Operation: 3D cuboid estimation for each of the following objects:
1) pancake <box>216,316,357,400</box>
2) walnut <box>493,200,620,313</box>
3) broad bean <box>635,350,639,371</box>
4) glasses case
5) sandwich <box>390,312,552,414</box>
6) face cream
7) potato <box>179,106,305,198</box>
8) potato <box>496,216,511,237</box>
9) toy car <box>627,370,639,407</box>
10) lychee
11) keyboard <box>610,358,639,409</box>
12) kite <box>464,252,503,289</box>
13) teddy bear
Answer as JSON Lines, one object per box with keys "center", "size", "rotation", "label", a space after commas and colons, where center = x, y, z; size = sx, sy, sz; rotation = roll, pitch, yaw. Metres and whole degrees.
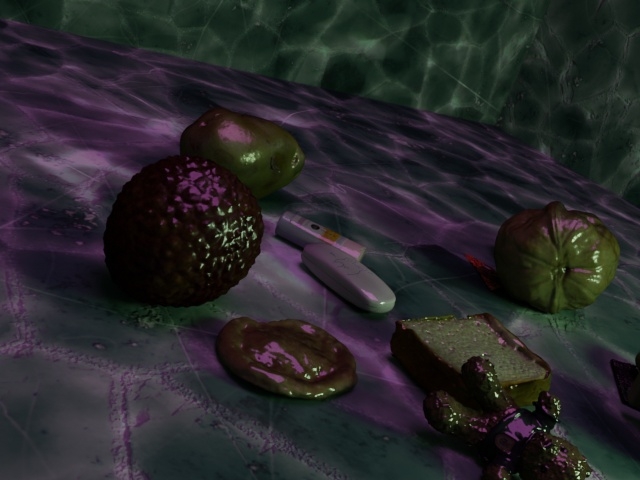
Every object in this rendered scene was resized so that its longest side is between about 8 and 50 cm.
{"center": [-0.050, 0.180, 1.237], "size": [0.236, 0.042, 0.222], "rotation": [15, 20, -17], "label": "pancake"}
{"center": [0.569, 0.038, 1.865], "size": [0.253, 0.282, 0.277], "rotation": [60, 26, -9], "label": "walnut"}
{"center": [0.732, 0.280, 1.650], "size": [0.124, 0.082, 0.174], "rotation": [47, 19, 0], "label": "broad bean"}
{"center": [0.055, 0.073, 1.569], "size": [0.092, 0.059, 0.233], "rotation": [-4, 33, -46], "label": "glasses case"}
{"center": [0.274, 0.220, 1.381], "size": [0.251, 0.087, 0.226], "rotation": [-2, 29, -41], "label": "sandwich"}
{"center": [0.000, 0.000, 1.700], "size": [0.198, 0.057, 0.084], "rotation": [24, 30, 10], "label": "face cream"}
{"center": [-0.174, -0.195, 1.796], "size": [0.351, 0.218, 0.202], "rotation": [3, 54, -44], "label": "potato"}
{"center": [0.633, 0.028, 2.113], "size": [0.300, 0.140, 0.173], "rotation": [23, 14, 8], "label": "potato"}
{"center": [0.776, 0.318, 1.415], "size": [0.336, 0.242, 0.226], "rotation": [15, 19, -12], "label": "toy car"}
{"center": [-0.223, -0.010, 1.264], "size": [0.260, 0.261, 0.260], "rotation": [18, 21, -7], "label": "lychee"}
{"center": [0.655, 0.303, 1.634], "size": [0.060, 0.018, 0.195], "rotation": [21, 20, 6], "label": "keyboard"}
{"center": [0.449, 0.091, 1.969], "size": [0.125, 0.008, 0.222], "rotation": [15, 22, -15], "label": "kite"}
{"center": [0.289, 0.292, 1.181], "size": [0.251, 0.182, 0.129], "rotation": [40, -12, 20], "label": "teddy bear"}
